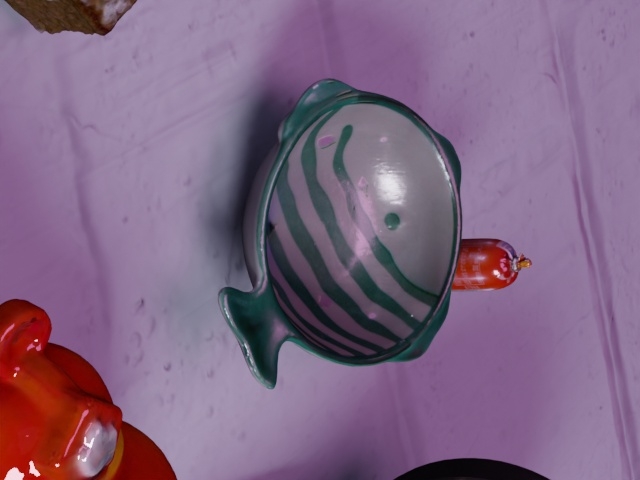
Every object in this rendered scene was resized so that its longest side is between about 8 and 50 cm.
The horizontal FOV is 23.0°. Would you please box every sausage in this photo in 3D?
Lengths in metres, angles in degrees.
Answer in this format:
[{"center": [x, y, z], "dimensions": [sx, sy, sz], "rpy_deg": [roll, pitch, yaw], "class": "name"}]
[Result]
[{"center": [0.099, 0.021, 1.219], "dimensions": [0.048, 0.145, 0.050], "rpy_deg": [-41, 121, -47], "class": "sausage"}]

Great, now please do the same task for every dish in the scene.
[{"center": [0.000, 0.000, 1.139], "dimensions": [0.246, 0.078, 0.224], "rpy_deg": [-41, 119, -33], "class": "dish"}]

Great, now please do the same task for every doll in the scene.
[{"center": [-0.159, 0.186, 0.887], "dimensions": [0.183, 0.160, 0.363], "rpy_deg": [-36, 139, -45], "class": "doll"}]

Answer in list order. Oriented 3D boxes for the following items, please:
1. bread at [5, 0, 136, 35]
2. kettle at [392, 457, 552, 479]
[{"center": [-0.111, -0.338, 0.947], "dimensions": [0.165, 0.113, 0.416], "rpy_deg": [40, 64, -43], "class": "bread"}, {"center": [0.056, 0.299, 1.090], "dimensions": [0.228, 0.321, 0.324], "rpy_deg": [-55, 180, 24], "class": "kettle"}]
